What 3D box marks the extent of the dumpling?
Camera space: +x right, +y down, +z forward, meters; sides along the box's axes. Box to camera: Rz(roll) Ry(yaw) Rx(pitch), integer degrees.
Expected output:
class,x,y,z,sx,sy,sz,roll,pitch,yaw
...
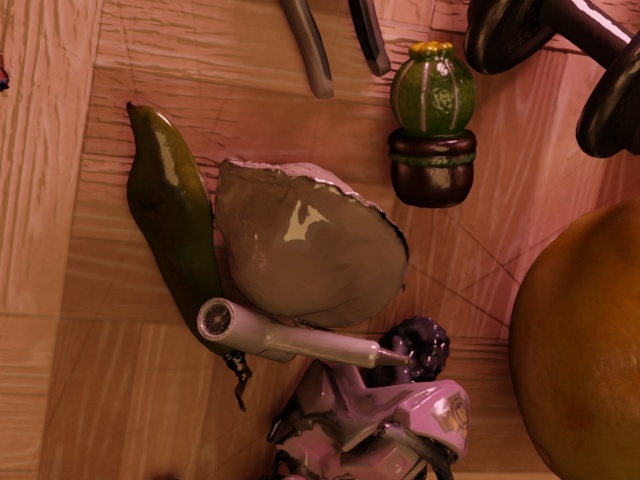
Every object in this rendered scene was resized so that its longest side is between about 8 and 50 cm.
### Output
class,x,y,z,sx,sy,sz,roll,pitch,yaw
dumpling,0.000,0.000,1.137,0.247,0.172,0.142,59,38,-44

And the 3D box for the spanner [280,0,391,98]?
class,x,y,z,sx,sy,sz,roll,pitch,yaw
spanner,-0.012,-0.292,1.100,0.095,0.040,0.325,-25,116,-11

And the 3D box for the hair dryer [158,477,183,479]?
class,x,y,z,sx,sy,sz,roll,pitch,yaw
hair dryer,-0.097,0.361,1.197,0.075,0.219,0.195,-20,116,-48

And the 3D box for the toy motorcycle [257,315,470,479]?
class,x,y,z,sx,sy,sz,roll,pitch,yaw
toy motorcycle,0.035,0.226,1.208,0.327,0.188,0.143,-48,124,0

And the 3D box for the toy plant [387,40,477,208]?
class,x,y,z,sx,sy,sz,roll,pitch,yaw
toy plant,0.112,-0.118,1.176,0.093,0.093,0.162,-9,109,-18

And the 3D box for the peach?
class,x,y,z,sx,sy,sz,roll,pitch,yaw
peach,0.350,0.115,1.242,0.314,0.281,0.315,-16,85,22

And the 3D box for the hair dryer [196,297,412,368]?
class,x,y,z,sx,sy,sz,roll,pitch,yaw
hair dryer,-0.003,0.095,1.104,0.155,0.183,0.044,27,71,-63

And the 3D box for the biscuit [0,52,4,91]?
class,x,y,z,sx,sy,sz,roll,pitch,yaw
biscuit,-0.317,-0.135,1.050,0.092,0.016,0.082,-40,116,-3

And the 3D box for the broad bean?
class,x,y,z,sx,sy,sz,roll,pitch,yaw
broad bean,-0.127,0.012,1.145,0.067,0.075,0.325,-38,122,-35

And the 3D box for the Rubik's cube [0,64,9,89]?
class,x,y,z,sx,sy,sz,roll,pitch,yaw
Rubik's cube,-0.382,-0.143,0.985,0.178,0.211,0.190,-14,153,22

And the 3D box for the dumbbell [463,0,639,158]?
class,x,y,z,sx,sy,sz,roll,pitch,yaw
dumbbell,0.261,-0.198,1.123,0.192,0.290,0.192,-40,159,-19
